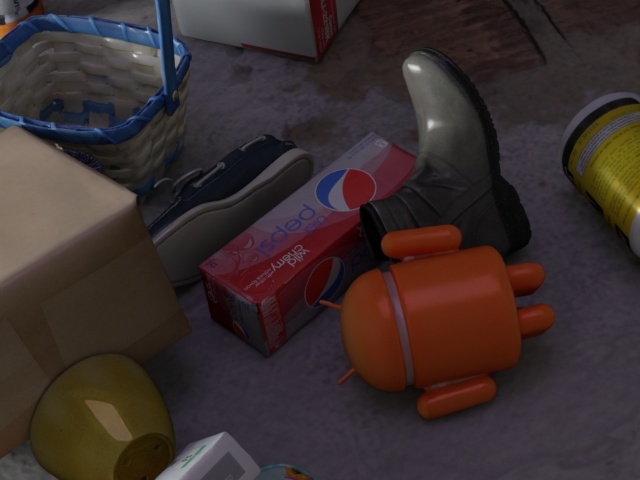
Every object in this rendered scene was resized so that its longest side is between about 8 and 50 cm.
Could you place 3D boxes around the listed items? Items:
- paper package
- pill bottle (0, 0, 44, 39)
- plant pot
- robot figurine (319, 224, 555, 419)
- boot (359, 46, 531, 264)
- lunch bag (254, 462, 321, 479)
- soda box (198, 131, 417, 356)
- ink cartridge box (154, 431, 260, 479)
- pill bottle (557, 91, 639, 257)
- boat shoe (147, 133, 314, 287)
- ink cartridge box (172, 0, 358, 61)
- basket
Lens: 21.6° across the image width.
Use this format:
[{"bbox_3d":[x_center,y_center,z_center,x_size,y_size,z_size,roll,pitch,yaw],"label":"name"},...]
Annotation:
[{"bbox_3d":[-0.345,0.060,1.659,0.325,0.168,0.309,-34,35,-21],"label":"paper package"},{"bbox_3d":[-0.411,-0.367,2.072,0.130,0.245,0.130,-5,45,5],"label":"pill bottle"},{"bbox_3d":[-0.189,0.186,1.569,0.134,0.134,0.095,-33,41,-22],"label":"plant pot"},{"bbox_3d":[0.114,0.075,1.645,0.219,0.158,0.128,-12,29,-3],"label":"robot figurine"},{"bbox_3d":[0.106,-0.062,1.722,0.161,0.246,0.083,-28,9,-23],"label":"boot"},{"bbox_3d":[-0.044,0.343,1.424,0.224,0.108,0.279,31,58,28],"label":"lunch bag"},{"bbox_3d":[0.000,0.000,1.767,0.092,0.083,0.263,32,58,33],"label":"soda box"},{"bbox_3d":[-0.169,0.256,1.466,0.181,0.056,0.225,-45,11,-30],"label":"ink cartridge box"},{"bbox_3d":[0.346,-0.051,1.738,0.119,0.119,0.208,-22,47,-13],"label":"pill bottle"},{"bbox_3d":[-0.118,-0.039,1.815,0.079,0.095,0.254,32,56,31],"label":"boat shoe"},{"bbox_3d":[-0.040,-0.364,2.105,0.197,0.114,0.273,14,51,22],"label":"ink cartridge box"},{"bbox_3d":[-0.265,-0.187,1.843,0.255,0.289,0.201,10,40,22],"label":"basket"}]
